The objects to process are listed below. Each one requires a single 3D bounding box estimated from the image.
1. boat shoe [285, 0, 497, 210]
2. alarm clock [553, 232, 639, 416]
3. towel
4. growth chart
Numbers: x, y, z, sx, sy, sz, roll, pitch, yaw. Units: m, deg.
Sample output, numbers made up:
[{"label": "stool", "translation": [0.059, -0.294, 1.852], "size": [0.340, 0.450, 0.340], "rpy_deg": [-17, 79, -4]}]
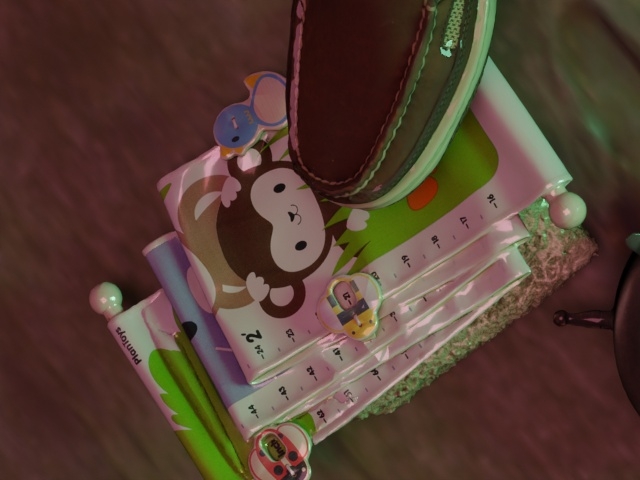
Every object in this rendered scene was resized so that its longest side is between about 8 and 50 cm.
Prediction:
[{"label": "boat shoe", "translation": [0.022, -0.139, 0.622], "size": [0.095, 0.095, 0.257], "rpy_deg": [17, 100, 33]}, {"label": "alarm clock", "translation": [0.210, 0.051, 0.670], "size": [0.192, 0.064, 0.129], "rpy_deg": [36, 101, 3]}, {"label": "towel", "translation": [0.044, 0.009, 0.714], "size": [0.148, 0.027, 0.110], "rpy_deg": [-36, 89, 12]}, {"label": "growth chart", "translation": [0.000, 0.000, 0.696], "size": [0.237, 0.021, 0.172], "rpy_deg": [-45, 71, 11]}]
